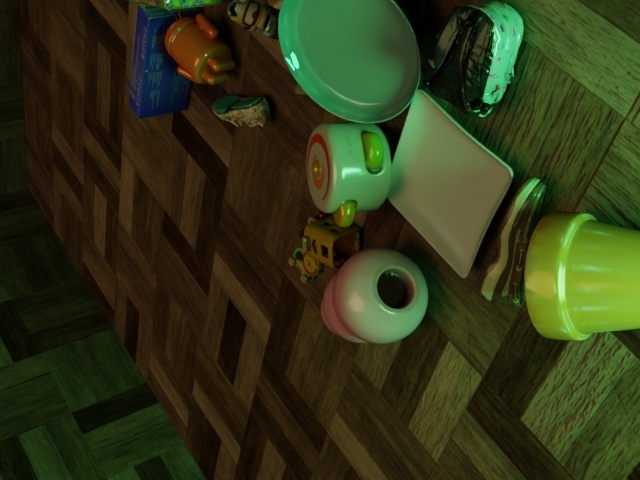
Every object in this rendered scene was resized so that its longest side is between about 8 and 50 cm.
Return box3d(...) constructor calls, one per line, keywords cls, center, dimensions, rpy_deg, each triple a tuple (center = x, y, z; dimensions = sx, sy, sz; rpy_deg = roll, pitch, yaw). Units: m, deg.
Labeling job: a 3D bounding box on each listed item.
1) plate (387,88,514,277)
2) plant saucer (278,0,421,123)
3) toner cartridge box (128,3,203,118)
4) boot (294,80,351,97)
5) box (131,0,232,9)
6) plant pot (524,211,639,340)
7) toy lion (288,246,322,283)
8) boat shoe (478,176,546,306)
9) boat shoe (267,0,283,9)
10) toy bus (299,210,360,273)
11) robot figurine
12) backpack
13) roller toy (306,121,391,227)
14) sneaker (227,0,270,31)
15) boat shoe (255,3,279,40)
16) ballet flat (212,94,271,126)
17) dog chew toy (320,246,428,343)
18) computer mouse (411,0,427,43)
box3d(cls="plate", center=(0.247, -0.113, 1.630), dimensions=(0.278, 0.045, 0.277), rpy_deg=(49, 143, 31))
box3d(cls="plant saucer", center=(0.060, -0.375, 1.629), dimensions=(0.317, 0.044, 0.318), rpy_deg=(23, 137, 23))
box3d(cls="toner cartridge box", center=(-0.440, -0.509, 2.368), dimensions=(0.075, 0.165, 0.348), rpy_deg=(52, 143, 28))
box3d(cls="boot", center=(0.016, -0.397, 1.802), dimensions=(0.236, 0.085, 0.179), rpy_deg=(16, 116, 51))
box3d(cls="box", center=(-0.305, -0.656, 1.961), dimensions=(0.279, 0.290, 0.177), rpy_deg=(26, 127, 48))
box3d(cls="plant pot", center=(0.445, 0.057, 1.293), dimensions=(0.188, 0.205, 0.205), rpy_deg=(1, 108, 41))
box3d(cls="toy lion", center=(-0.034, 0.055, 2.168), dimensions=(0.100, 0.034, 0.096), rpy_deg=(52, 137, 28))
box3d(cls="boat shoe", center=(0.365, 0.009, 1.491), dimensions=(0.095, 0.095, 0.257), rpy_deg=(26, 130, 19))
box3d(cls="boat shoe", center=(0.016, -0.539, 1.726), dimensions=(0.277, 0.096, 0.098), rpy_deg=(-13, 64, 41))
box3d(cls="toy bus", center=(0.007, -0.002, 2.002), dimensions=(0.191, 0.104, 0.202), rpy_deg=(61, 147, 16))
box3d(cls="robot figurine", center=(-0.323, -0.499, 2.209), dimensions=(0.219, 0.128, 0.158), rpy_deg=(46, 168, 19))
box3d(cls="backpack", center=(0.264, -0.319, 1.431), dimensions=(0.152, 0.115, 0.182), rpy_deg=(34, 133, 29))
box3d(cls="roller toy", center=(0.051, -0.152, 1.775), dimensions=(0.191, 0.146, 0.209), rpy_deg=(-122, 33, -54))
box3d(cls="sneaker", center=(-0.173, -0.523, 1.920), dimensions=(0.070, 0.083, 0.185), rpy_deg=(-69, 20, 4))
box3d(cls="boat shoe", center=(-0.100, -0.494, 1.951), dimensions=(0.065, 0.083, 0.183), rpy_deg=(-64, 21, 18))
box3d(cls="ballet flat", center=(-0.206, -0.330, 2.186), dimensions=(0.241, 0.091, 0.077), rpy_deg=(19, 144, 56))
box3d(cls="dog chew toy", center=(0.098, 0.136, 1.857), dimensions=(0.207, 0.206, 0.332), rpy_deg=(68, 156, 5))
box3d(cls="computer mouse", center=(0.103, -0.474, 1.578), dimensions=(0.184, 0.060, 0.262), rpy_deg=(2, 116, 33))
